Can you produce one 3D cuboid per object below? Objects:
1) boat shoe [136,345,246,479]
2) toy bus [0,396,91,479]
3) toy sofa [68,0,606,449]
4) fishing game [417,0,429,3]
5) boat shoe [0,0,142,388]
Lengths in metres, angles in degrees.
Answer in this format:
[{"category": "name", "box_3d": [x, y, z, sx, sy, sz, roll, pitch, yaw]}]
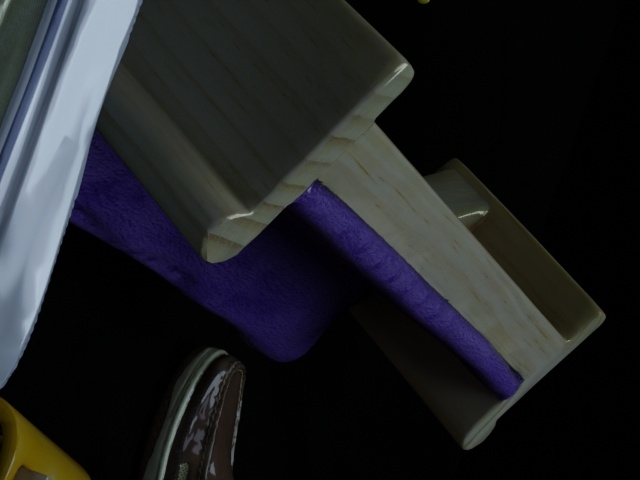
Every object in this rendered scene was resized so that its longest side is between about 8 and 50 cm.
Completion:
[{"category": "boat shoe", "box_3d": [-0.080, 0.206, 1.088, 0.095, 0.095, 0.257, 3, 101, -75]}, {"category": "toy bus", "box_3d": [-0.164, 0.104, 0.655, 0.202, 0.104, 0.190, -49, 150, -60]}, {"category": "toy sofa", "box_3d": [0.000, 0.000, 0.806, 0.177, 0.150, 0.362, -43, 149, 3]}, {"category": "fishing game", "box_3d": [0.008, -0.210, 0.738, 0.264, 0.041, 0.189, 32, 54, -59]}, {"category": "boat shoe", "box_3d": [-0.132, -0.089, 0.597, 0.094, 0.109, 0.302, 22, 70, -33]}]
